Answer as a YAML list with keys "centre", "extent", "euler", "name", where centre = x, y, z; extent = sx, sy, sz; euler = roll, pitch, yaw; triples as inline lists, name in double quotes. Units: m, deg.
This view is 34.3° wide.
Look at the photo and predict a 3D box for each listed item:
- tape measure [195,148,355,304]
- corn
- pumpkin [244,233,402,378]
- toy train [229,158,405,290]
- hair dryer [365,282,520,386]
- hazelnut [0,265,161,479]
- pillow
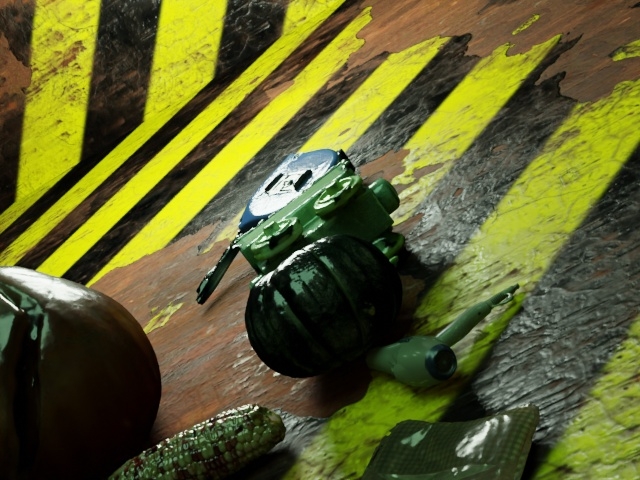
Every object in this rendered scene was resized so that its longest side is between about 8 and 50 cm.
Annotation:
- centre: [-0.077, -0.030, 1.827]
  extent: [0.215, 0.098, 0.351]
  euler: [-5, 40, 50]
  name: "tape measure"
- centre: [-0.163, 0.287, 1.362]
  extent: [0.253, 0.086, 0.086]
  euler: [-29, 25, 10]
  name: "corn"
- centre: [0.004, 0.089, 1.389]
  extent: [0.221, 0.161, 0.220]
  euler: [-29, -5, -2]
  name: "pumpkin"
- centre: [0.000, 0.000, 1.603]
  extent: [0.272, 0.159, 0.188]
  euler: [-38, 14, -5]
  name: "toy train"
- centre: [0.145, 0.118, 1.324]
  extent: [0.167, 0.067, 0.199]
  euler: [-15, 20, 49]
  name: "hair dryer"
- centre: [-0.447, 0.218, 1.578]
  extent: [0.409, 0.359, 0.359]
  euler: [-20, 28, 45]
  name: "hazelnut"
- centre: [0.135, 0.238, 1.124]
  extent: [0.211, 0.034, 0.135]
  euler: [-16, 32, 40]
  name: "pillow"
